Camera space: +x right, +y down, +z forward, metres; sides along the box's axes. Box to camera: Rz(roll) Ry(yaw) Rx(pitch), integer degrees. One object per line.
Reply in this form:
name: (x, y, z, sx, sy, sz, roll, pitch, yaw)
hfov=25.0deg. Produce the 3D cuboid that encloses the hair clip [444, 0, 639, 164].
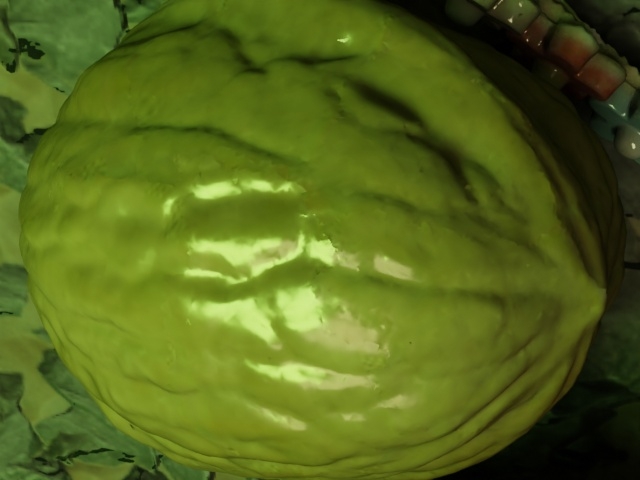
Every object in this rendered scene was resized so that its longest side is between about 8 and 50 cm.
hair clip: (0.099, -0.089, 0.624, 0.214, 0.062, 0.056, 44, 83, -16)

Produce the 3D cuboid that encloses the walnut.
walnut: (0.000, 0.000, 0.608, 0.261, 0.225, 0.225, 14, 132, 35)
